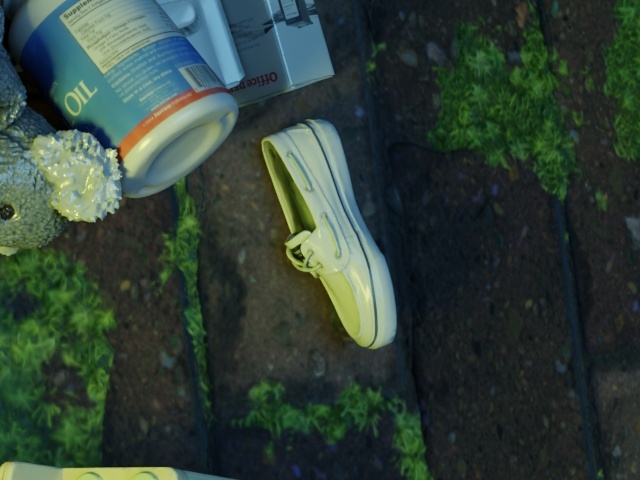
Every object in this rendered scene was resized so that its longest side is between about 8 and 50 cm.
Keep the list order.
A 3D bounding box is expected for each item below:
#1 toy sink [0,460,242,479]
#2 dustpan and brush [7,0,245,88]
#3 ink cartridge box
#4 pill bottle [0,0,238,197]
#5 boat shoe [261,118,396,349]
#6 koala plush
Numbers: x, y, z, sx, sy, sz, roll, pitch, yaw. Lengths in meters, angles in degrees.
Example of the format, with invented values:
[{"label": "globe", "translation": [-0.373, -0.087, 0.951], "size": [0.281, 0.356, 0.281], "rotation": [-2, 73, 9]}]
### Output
[{"label": "toy sink", "translation": [-0.143, 0.263, 1.538], "size": [0.234, 0.131, 0.153], "rotation": [23, 67, -55]}, {"label": "dustpan and brush", "translation": [-0.181, -0.179, 1.669], "size": [0.211, 0.060, 0.147], "rotation": [-18, 90, -11]}, {"label": "ink cartridge box", "translation": [-0.062, -0.203, 1.742], "size": [0.063, 0.109, 0.150], "rotation": [-19, 95, -43]}, {"label": "pill bottle", "translation": [-0.179, -0.154, 1.568], "size": [0.124, 0.124, 0.221], "rotation": [-27, 72, -39]}, {"label": "boat shoe", "translation": [0.000, 0.000, 1.788], "size": [0.076, 0.083, 0.226], "rotation": [-15, 80, -29]}, {"label": "koala plush", "translation": [-0.273, -0.079, 1.503], "size": [0.221, 0.196, 0.203], "rotation": [43, 48, -21]}]
